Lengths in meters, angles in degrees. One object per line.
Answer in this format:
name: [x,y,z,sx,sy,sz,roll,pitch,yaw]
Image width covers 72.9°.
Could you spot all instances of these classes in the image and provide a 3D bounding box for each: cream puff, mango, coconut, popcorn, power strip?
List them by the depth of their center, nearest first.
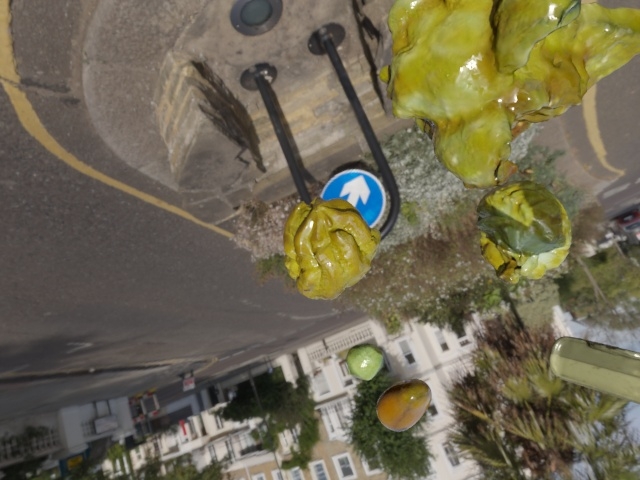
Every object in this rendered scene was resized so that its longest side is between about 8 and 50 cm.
power strip: [0.302,0.120,0.367,0.268,0.034,0.092,17,174,-33]
popcorn: [0.248,-0.266,0.612,0.321,0.290,0.326,-43,168,8]
mango: [0.173,0.330,0.889,0.102,0.085,0.184,-16,144,-23]
popcorn: [0.428,-0.023,0.928,0.184,0.204,0.221,-28,126,-1]
coconut: [0.101,0.285,1.022,0.096,0.088,0.088,-41,160,11]
cream puff: [-0.001,0.000,1.273,0.291,0.257,0.324,-42,-155,1]
